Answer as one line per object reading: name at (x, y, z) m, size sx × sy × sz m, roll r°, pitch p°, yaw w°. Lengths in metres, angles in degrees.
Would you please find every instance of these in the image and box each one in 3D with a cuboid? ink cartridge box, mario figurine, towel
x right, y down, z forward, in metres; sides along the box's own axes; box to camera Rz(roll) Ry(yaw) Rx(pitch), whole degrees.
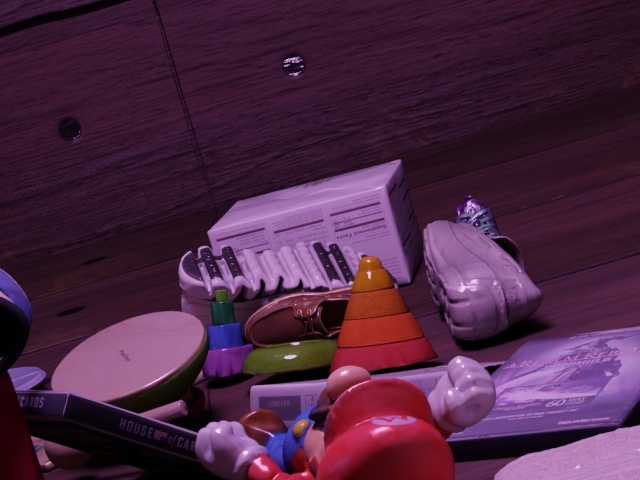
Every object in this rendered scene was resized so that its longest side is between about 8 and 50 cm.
ink cartridge box at (0.074, 0.161, 1.652) m, size 0.189 × 0.066 × 0.232 m, roll -8°, pitch -8°, yaw 41°
mario figurine at (0.019, 0.151, 1.360) m, size 0.198 × 0.170 × 0.320 m, roll -54°, pitch 11°, yaw -11°
towel at (0.252, 0.179, 1.177) m, size 0.282 × 0.049 × 0.187 m, roll -17°, pitch 9°, yaw 14°

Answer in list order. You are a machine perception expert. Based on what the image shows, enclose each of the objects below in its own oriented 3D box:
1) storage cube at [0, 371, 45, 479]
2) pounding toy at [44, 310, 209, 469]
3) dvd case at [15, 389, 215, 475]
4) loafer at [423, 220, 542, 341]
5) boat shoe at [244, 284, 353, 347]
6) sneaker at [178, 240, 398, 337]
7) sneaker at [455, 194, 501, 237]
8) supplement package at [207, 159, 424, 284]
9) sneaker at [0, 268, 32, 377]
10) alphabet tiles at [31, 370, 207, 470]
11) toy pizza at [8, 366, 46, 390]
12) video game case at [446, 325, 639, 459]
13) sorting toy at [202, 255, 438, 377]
storage cube at (-0.367, 0.245, 1.417) m, size 0.215 × 0.193 × 0.184 m, roll -11°, pitch 11°, yaw 23°
pounding toy at (-0.199, 0.185, 1.790) m, size 0.183 × 0.110 × 0.237 m, roll -15°, pitch 25°, yaw 10°
dvd case at (-0.200, 0.187, 1.552) m, size 0.239 × 0.029 × 0.179 m, roll 24°, pitch -19°, yaw -39°
loafer at (0.189, 0.042, 1.925) m, size 0.112 × 0.112 × 0.319 m, roll -11°, pitch 17°, yaw -2°
boat shoe at (-0.009, 0.097, 2.032) m, size 0.178 × 0.064 × 0.060 m, roll -14°, pitch 8°, yaw -2°
sneaker at (-0.044, 0.072, 2.120) m, size 0.292 × 0.118 × 0.110 m, roll 0°, pitch 31°, yaw -12°
sneaker at (0.204, 0.000, 2.124) m, size 0.083 × 0.098 × 0.223 m, roll -16°, pitch 10°, yaw 1°
supplement package at (0.000, 0.000, 2.316) m, size 0.262 × 0.145 × 0.204 m, roll -13°, pitch 11°, yaw 13°
sneaker at (-0.377, 0.097, 1.322) m, size 0.316 × 0.127 × 0.182 m, roll -18°, pitch 8°, yaw -20°
alphabet tiles at (-0.312, 0.224, 1.976) m, size 0.343 × 0.011 × 0.285 m, roll -24°, pitch 12°, yaw -38°
toy pizza at (-0.468, 0.219, 2.187) m, size 0.201 × 0.032 × 0.201 m, roll -15°, pitch 9°, yaw 2°
video game case at (0.237, 0.139, 1.524) m, size 0.196 × 0.026 × 0.274 m, roll -10°, pitch 12°, yaw 31°
sorting toy at (-0.020, 0.089, 1.857) m, size 0.127 × 0.126 × 0.366 m, roll -7°, pitch 0°, yaw -41°
